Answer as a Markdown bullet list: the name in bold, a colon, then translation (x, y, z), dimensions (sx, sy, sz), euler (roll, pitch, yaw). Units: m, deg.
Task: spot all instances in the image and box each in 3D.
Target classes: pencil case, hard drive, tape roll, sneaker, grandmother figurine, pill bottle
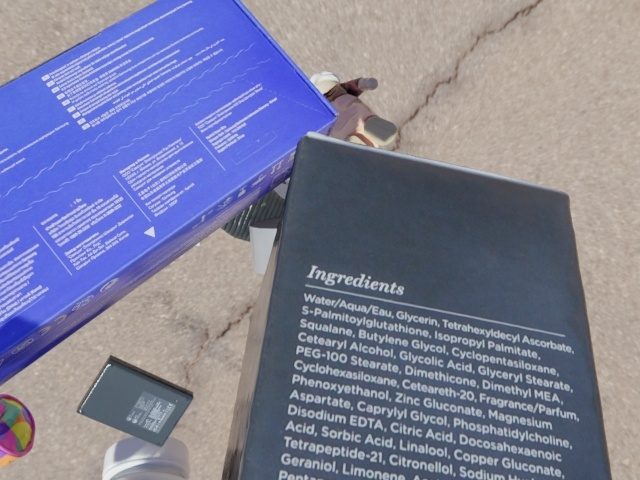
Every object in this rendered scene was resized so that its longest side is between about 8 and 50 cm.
- **pencil case**: translation (-0.518, 0.299, 0.906), dimensions (0.236, 0.104, 0.104), euler (-26, 91, 6)
- **hard drive**: translation (-0.266, 0.233, 0.942), dimensions (0.135, 0.022, 0.094), euler (31, 98, -21)
- **tape roll**: translation (0.000, 0.000, 1.025), dimensions (0.219, 0.219, 0.072), euler (-4, 99, 8)
- **sneaker**: translation (-0.097, -0.068, 1.271), dimensions (0.331, 0.146, 0.122), euler (18, 110, -33)
- **grandmother figurine**: translation (0.043, -0.283, 1.451), dimensions (0.208, 0.342, 0.104), euler (-32, 127, 6)
- **pill bottle**: translation (-0.367, 0.628, 1.366), dimensions (0.224, 0.392, 0.224), euler (-6, 137, -6)

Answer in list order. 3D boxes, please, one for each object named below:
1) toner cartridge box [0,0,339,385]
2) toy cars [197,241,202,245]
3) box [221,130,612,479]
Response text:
- **toner cartridge box**: translation (-0.170, -0.048, 0.492), dimensions (0.348, 0.075, 0.165), euler (-37, 82, -21)
- **toy cars**: translation (-0.382, -0.013, 1.503), dimensions (0.394, 0.087, 0.176), euler (-32, 110, 16)
- **box**: translation (0.036, 0.178, 0.475), dimensions (0.212, 0.293, 0.395), euler (11, 55, -6)
